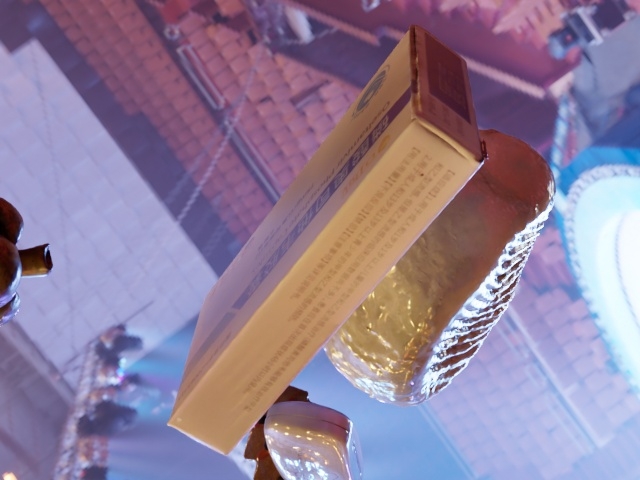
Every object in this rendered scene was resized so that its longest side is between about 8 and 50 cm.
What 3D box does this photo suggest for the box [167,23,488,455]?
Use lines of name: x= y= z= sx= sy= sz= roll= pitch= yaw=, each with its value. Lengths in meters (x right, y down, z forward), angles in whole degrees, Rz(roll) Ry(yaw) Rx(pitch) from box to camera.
box: x=0.000 y=0.000 z=0.834 sx=0.065 sy=0.343 sz=0.200 roll=32 pitch=-153 yaw=-14

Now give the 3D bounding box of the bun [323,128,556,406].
bun: x=0.122 y=0.015 z=1.224 sx=0.227 sy=0.352 sz=0.349 roll=32 pitch=-167 yaw=18

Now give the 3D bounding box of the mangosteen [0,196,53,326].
mangosteen: x=-0.334 y=0.019 z=0.868 sx=0.200 sy=0.200 sz=0.200 roll=54 pitch=179 yaw=1

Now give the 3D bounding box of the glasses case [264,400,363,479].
glasses case: x=-0.003 y=0.188 z=0.890 sx=0.193 sy=0.074 sz=0.049 roll=78 pitch=-158 yaw=-61

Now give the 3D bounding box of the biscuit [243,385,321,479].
biscuit: x=-0.032 y=0.196 z=1.001 sx=0.130 sy=0.119 sz=0.019 roll=61 pitch=177 yaw=9
